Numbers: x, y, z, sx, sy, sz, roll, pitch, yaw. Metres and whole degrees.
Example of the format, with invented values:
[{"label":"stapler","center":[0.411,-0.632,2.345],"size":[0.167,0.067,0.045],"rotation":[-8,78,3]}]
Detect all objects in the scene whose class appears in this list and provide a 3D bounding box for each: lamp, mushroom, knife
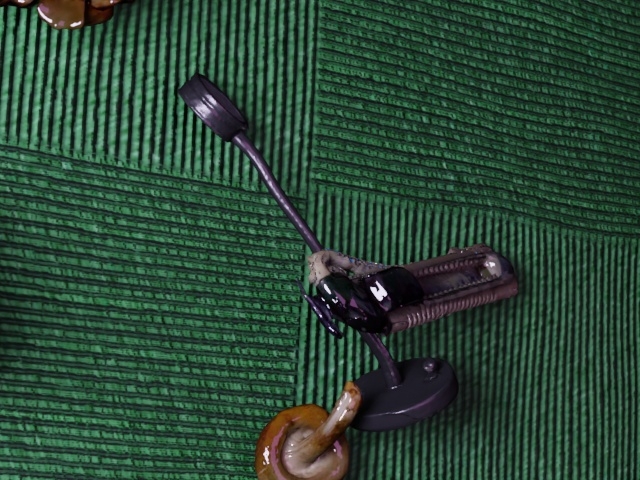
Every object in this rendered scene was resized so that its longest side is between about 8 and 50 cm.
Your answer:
[{"label":"lamp","center":[-0.028,0.025,1.461],"size":[0.108,0.130,0.371],"rotation":[-39,106,9]},{"label":"mushroom","center":[-0.003,0.176,1.458],"size":[0.088,0.073,0.129],"rotation":[37,102,-9]},{"label":"knife","center":[0.098,0.034,1.486],"size":[0.365,0.043,0.089],"rotation":[-7,67,-59]}]

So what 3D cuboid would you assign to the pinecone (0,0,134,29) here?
[{"label":"pinecone","center":[-0.196,-0.280,1.320],"size":[0.202,0.201,0.229],"rotation":[33,88,-15]}]
